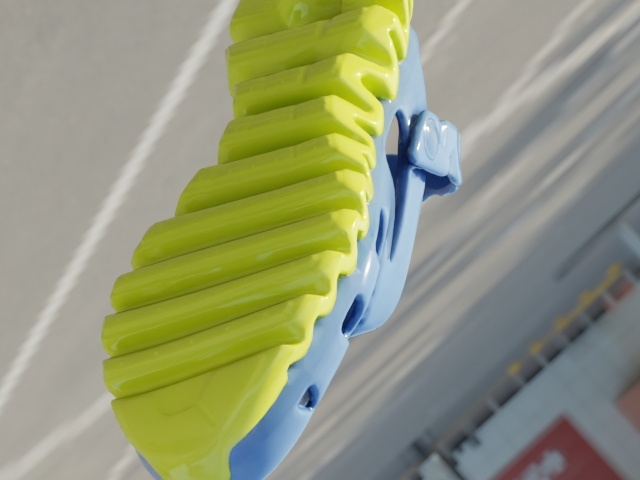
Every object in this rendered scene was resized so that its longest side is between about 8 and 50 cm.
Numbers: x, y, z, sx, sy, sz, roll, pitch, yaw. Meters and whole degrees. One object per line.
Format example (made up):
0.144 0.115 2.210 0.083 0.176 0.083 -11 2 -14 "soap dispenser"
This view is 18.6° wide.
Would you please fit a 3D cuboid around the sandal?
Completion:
0.000 0.000 0.935 0.126 0.138 0.317 -5 -137 31 "sandal"
